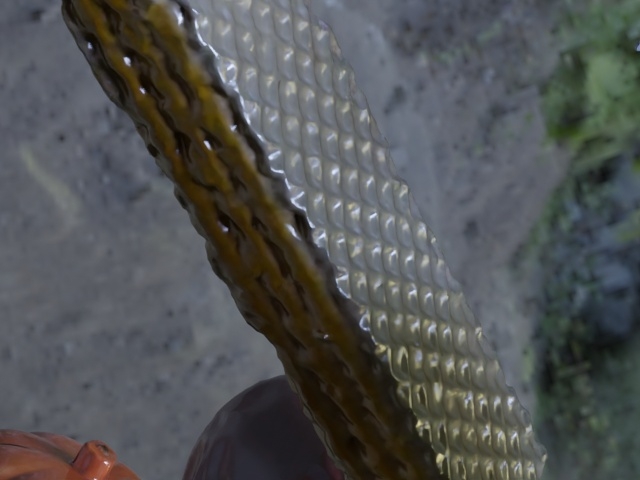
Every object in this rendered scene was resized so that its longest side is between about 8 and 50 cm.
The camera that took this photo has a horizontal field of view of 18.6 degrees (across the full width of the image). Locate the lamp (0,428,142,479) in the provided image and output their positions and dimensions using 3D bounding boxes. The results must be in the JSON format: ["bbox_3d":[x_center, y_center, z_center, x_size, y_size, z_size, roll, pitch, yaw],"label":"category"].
[{"bbox_3d":[-0.174,0.200,1.245,0.188,0.188,0.164,19,102,-44],"label":"lamp"}]

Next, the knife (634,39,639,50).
[{"bbox_3d":[0.356,-0.191,1.685,0.244,0.032,0.058,-11,157,-46],"label":"knife"}]

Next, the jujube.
[{"bbox_3d":[0.007,0.244,1.496,0.223,0.318,0.223,-10,127,-14],"label":"jujube"}]

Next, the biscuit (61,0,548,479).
[{"bbox_3d":[0.000,0.000,0.789,0.054,0.094,0.378,-11,122,29],"label":"biscuit"}]
